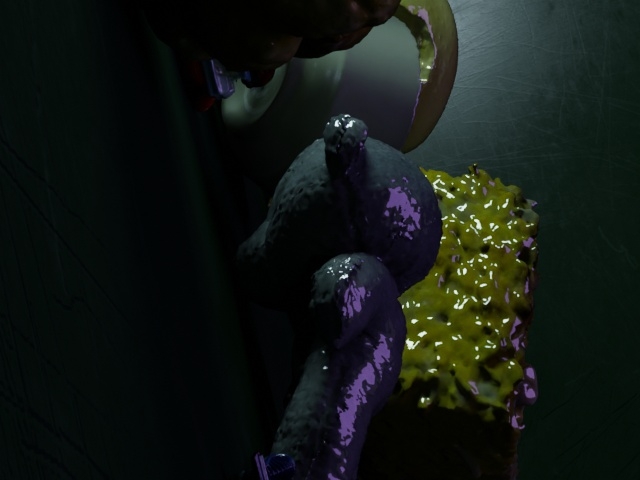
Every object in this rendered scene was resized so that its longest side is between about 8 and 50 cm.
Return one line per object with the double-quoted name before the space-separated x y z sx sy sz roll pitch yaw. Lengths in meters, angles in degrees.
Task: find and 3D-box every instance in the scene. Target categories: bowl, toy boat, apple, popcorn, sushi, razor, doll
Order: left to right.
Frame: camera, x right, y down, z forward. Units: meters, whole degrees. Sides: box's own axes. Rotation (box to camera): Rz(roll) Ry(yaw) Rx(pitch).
"toy boat" -0.095 -0.194 1.326 0.069 0.059 0.172 -15 91 -87
"razor" -0.037 0.157 1.082 0.154 0.028 0.044 21 55 -85
"popcorn" -0.037 -0.252 1.122 0.276 0.226 0.276 -16 90 -83
"bowl" -0.015 -0.132 1.502 0.112 0.211 0.211 24 37 -31
"doll" -0.007 0.064 1.280 0.246 0.158 0.340 82 24 -69
"apple" 0.046 -0.242 2.157 0.279 0.279 0.279 -14 90 -87
"sushi" 0.146 0.111 1.969 0.351 0.240 0.396 78 17 -60

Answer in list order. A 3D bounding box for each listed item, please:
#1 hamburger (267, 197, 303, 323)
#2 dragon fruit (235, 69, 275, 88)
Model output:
"hamburger" 0.000 0.000 1.762 0.177 0.113 0.185 11 57 -80
"dragon fruit" -0.057 -0.214 1.416 0.138 0.175 0.142 56 11 -1
